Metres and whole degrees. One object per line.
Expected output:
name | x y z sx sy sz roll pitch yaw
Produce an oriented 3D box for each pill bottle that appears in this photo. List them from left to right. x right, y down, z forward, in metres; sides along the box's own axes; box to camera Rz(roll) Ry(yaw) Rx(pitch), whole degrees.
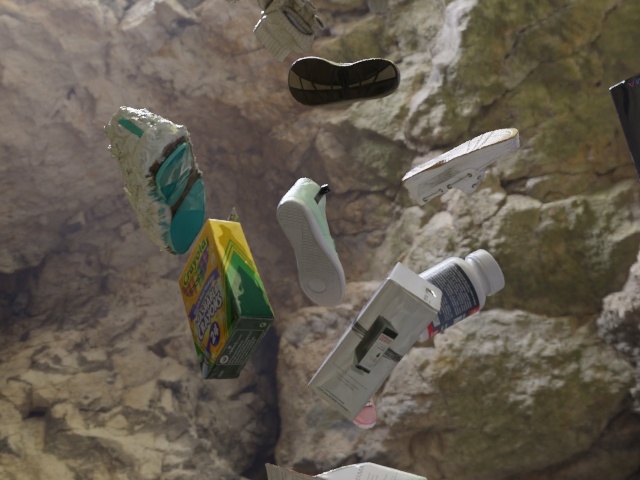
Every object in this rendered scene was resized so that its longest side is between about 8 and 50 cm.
pill bottle | 0.226 0.091 1.062 0.108 0.180 0.108 60 171 16

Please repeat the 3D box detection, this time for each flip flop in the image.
flip flop | 0.052 -0.359 1.366 0.080 0.276 0.112 -10 -79 -66

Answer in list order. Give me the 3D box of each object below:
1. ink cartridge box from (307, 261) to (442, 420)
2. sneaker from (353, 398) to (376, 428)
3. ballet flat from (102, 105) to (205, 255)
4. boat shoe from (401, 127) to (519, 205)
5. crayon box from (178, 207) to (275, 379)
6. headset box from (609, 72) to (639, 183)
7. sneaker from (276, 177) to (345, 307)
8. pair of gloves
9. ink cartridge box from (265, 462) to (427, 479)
ink cartridge box | 0.056 0.095 0.596 0.056 0.135 0.099 37 -167 6
sneaker | 0.064 0.262 1.071 0.134 0.050 0.070 -113 18 -48
ballet flat | -0.276 -0.101 1.027 0.409 0.146 0.147 111 158 -67
boat shoe | 0.309 -0.149 1.287 0.096 0.277 0.098 58 -137 -10
crayon box | -0.216 0.104 1.287 0.083 0.203 0.323 7 -139 -33
headset box | 0.705 -0.208 1.113 0.131 0.246 0.283 36 -136 -35
sneaker | 0.000 0.000 1.199 0.151 0.094 0.256 -68 -37 -56
pair of gloves | -0.106 -0.377 0.928 0.240 0.204 0.042 45 -105 -22
ink cartridge box | 0.039 0.392 0.881 0.056 0.224 0.181 -53 -33 -50
